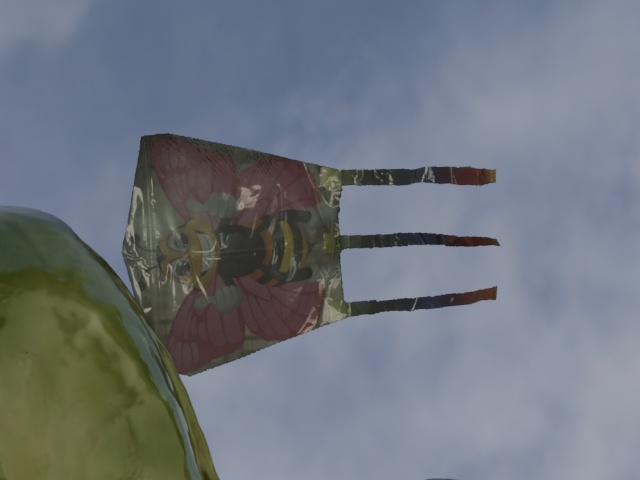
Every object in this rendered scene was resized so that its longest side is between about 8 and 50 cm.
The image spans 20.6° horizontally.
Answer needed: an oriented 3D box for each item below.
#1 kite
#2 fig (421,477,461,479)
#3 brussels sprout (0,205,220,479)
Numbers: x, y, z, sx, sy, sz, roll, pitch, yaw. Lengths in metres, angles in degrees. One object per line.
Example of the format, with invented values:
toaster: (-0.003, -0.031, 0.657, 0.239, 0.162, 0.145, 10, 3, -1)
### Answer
kite: (0.002, 0.000, 1.510, 0.360, 0.022, 0.204, -6, -86, -25)
fig: (0.134, 0.323, 1.414, 0.233, 0.314, 0.233, -10, -74, -40)
brussels sprout: (-0.215, 0.129, 1.228, 0.247, 0.328, 0.328, -18, -69, -11)
